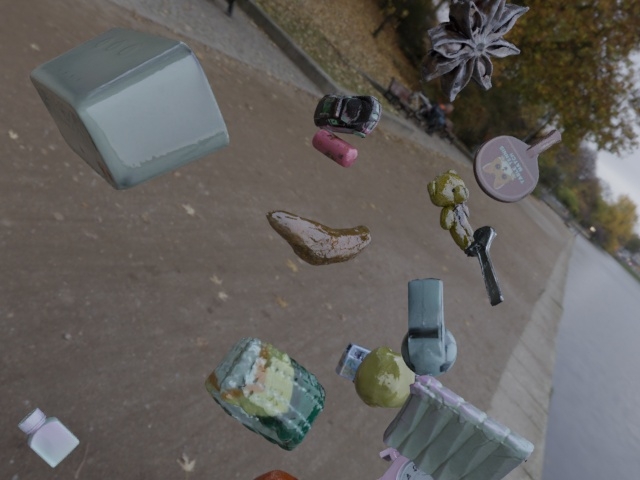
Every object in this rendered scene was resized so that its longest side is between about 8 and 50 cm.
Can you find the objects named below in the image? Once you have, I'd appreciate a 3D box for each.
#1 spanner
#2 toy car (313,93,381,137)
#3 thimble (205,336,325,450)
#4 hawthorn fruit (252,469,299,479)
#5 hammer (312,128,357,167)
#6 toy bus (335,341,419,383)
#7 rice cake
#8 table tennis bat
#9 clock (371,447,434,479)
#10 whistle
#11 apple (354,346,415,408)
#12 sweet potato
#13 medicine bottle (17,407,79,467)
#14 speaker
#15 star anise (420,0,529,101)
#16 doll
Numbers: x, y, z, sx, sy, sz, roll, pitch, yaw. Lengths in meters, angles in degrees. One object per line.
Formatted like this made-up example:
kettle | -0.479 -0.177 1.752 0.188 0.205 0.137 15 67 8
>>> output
spanner | 0.384 0.054 1.372 0.026 0.093 0.325 43 24 -16
toy car | 0.042 -0.220 1.023 0.055 0.069 0.142 23 -4 -43
thimble | -0.132 0.364 1.429 0.254 0.167 0.288 10 -34 40
hawthorn fruit | -0.163 0.837 1.772 0.211 0.211 0.299 43 41 0
hammer | 0.025 -0.156 1.009 0.083 0.043 0.043 34 14 19
toy bus | 0.223 0.472 2.059 0.330 0.136 0.109 24 -5 -4
rice cake | 0.187 0.289 0.859 0.189 0.198 0.037 31 49 22
table tennis bat | 0.303 -0.118 0.989 0.107 0.170 0.119 58 -16 1
clock | 0.243 0.690 1.601 0.080 0.290 0.275 50 36 -55
whistle | 0.298 0.265 1.637 0.163 0.163 0.289 28 56 -39
apple | 0.200 0.431 1.841 0.200 0.200 0.200 38 18 -15
sweet potato | 0.001 0.004 1.384 0.341 0.092 0.114 8 77 -46
medicine bottle | -0.591 0.421 1.287 0.118 0.074 0.055 50 -24 -13
speaker | -0.330 -0.224 0.983 0.406 0.184 0.183 31 -34 50
star anise | 0.300 -0.415 1.226 0.109 0.236 0.223 55 -22 34
doll | 0.353 -0.078 1.521 0.137 0.097 0.209 -28 94 -45
